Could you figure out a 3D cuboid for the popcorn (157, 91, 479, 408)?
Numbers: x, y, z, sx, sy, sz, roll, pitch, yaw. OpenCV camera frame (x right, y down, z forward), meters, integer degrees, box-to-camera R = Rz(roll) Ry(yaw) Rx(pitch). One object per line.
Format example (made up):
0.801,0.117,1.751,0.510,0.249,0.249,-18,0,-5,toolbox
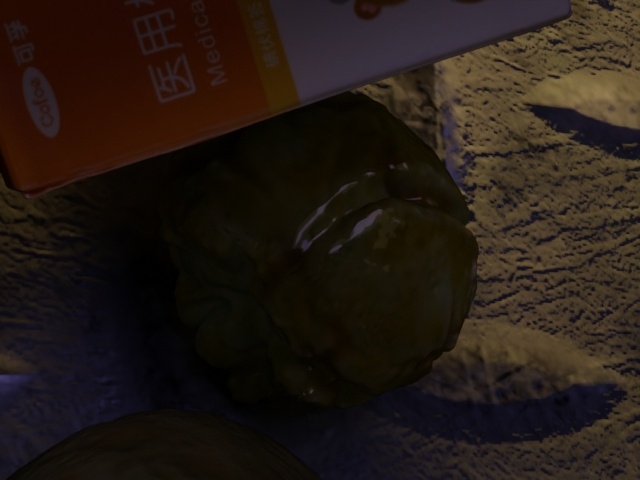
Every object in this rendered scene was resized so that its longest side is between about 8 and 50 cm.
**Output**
0.000,0.000,1.015,0.204,0.184,0.221,-20,69,-34,popcorn

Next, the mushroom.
-0.021,0.190,0.867,0.292,0.217,0.212,48,45,0,mushroom

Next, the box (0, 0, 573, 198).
-0.055,-0.185,0.902,0.341,0.143,0.225,-19,102,-5,box
